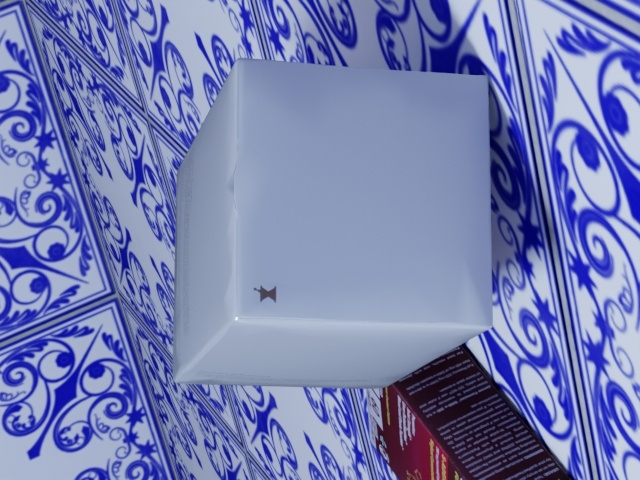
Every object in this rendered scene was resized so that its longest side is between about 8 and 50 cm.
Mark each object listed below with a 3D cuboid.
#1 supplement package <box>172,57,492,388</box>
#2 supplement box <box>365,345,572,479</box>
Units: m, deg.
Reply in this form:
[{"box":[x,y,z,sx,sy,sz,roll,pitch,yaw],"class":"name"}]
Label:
[{"box":[0.000,0.000,1.363,0.293,0.175,0.177,135,136,-74],"class":"supplement package"},{"box":[0.120,0.181,1.509,0.239,0.073,0.130,51,158,42],"class":"supplement box"}]
